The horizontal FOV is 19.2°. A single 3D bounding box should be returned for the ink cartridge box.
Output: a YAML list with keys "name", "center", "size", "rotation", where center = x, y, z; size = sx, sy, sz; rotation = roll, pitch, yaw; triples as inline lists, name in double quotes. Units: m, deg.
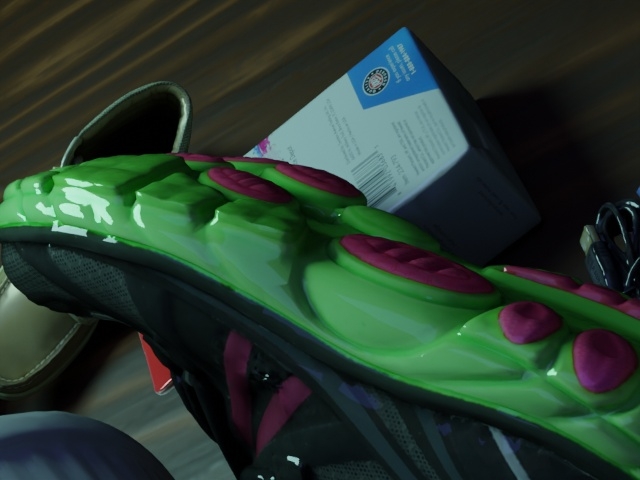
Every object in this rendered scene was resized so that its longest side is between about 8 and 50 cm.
- name: "ink cartridge box"
  center: [0.000, 0.000, 1.110]
  size: [0.231, 0.078, 0.134]
  rotation: [-38, 38, 14]

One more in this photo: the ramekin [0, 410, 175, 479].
- name: "ramekin"
  center: [-0.146, 0.228, 0.919]
  size: [0.127, 0.273, 0.273]
  rotation: [34, 84, 40]

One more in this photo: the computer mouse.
- name: "computer mouse"
  center: [0.211, -0.025, 0.908]
  size: [0.193, 0.042, 0.106]
  rotation: [-42, 36, 21]

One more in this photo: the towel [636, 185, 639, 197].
- name: "towel"
  center: [0.298, -0.040, 0.890]
  size: [0.285, 0.034, 0.209]
  rotation: [-37, 41, 18]

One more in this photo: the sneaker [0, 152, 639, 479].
- name: "sneaker"
  center: [-0.002, 0.082, 0.913]
  size: [0.482, 0.185, 0.202]
  rotation: [25, 107, 40]

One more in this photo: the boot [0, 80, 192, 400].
- name: "boot"
  center: [-0.153, 0.001, 1.203]
  size: [0.213, 0.077, 0.165]
  rotation: [-55, 1, -13]
